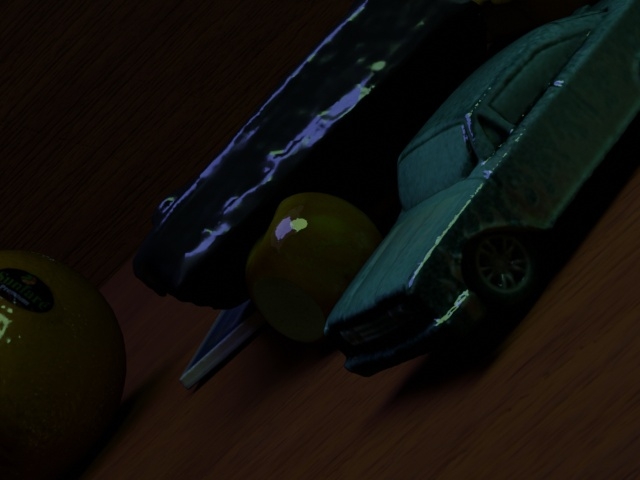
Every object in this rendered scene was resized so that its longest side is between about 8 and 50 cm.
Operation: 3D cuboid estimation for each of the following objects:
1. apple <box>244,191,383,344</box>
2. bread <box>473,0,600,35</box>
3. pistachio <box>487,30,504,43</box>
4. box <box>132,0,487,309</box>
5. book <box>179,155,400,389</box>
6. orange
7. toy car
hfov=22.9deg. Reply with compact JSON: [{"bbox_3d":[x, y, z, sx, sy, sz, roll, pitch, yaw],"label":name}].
[{"bbox_3d":[-0.005,0.019,1.190,0.114,0.102,0.099,-39,12,52],"label":"apple"},{"bbox_3d":[0.224,-0.251,1.425,0.161,0.088,0.233,-53,13,-15],"label":"bread"},{"bbox_3d":[0.176,-0.291,1.657,0.157,0.157,0.229,-38,6,42],"label":"pistachio"},{"bbox_3d":[0.000,-0.078,1.362,0.350,0.091,0.359,-45,-8,2],"label":"box"},{"bbox_3d":[0.000,0.000,1.541,0.322,0.018,0.228,-42,8,24],"label":"book"},{"bbox_3d":[-0.343,0.145,1.715,0.274,0.274,0.274,-45,8,8],"label":"orange"},{"bbox_3d":[0.118,-0.055,0.959,0.321,0.097,0.141,-50,9,-26],"label":"toy car"}]
